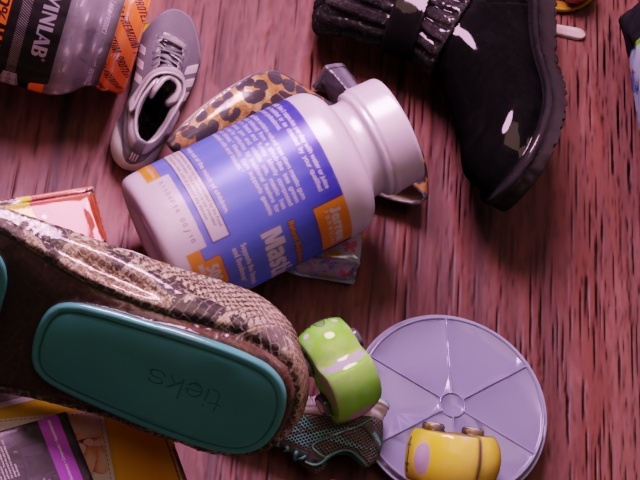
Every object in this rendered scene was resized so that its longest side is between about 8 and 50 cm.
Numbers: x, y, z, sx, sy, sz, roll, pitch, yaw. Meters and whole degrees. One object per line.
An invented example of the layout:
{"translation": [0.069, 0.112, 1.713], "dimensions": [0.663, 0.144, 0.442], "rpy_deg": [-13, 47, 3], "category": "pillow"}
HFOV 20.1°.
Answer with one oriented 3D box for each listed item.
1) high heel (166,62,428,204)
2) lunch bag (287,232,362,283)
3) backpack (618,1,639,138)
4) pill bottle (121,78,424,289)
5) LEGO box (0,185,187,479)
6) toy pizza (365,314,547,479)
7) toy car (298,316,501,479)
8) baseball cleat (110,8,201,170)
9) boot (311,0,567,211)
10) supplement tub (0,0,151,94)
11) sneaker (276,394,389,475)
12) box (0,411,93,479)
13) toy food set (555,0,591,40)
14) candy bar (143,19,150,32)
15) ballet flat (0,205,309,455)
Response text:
{"translation": [-0.015, -0.086, 1.858], "dimensions": [0.261, 0.093, 0.186], "rpy_deg": [-21, 62, -37], "category": "high heel"}
{"translation": [0.000, 0.000, 1.842], "dimensions": [0.083, 0.053, 0.071], "rpy_deg": [8, 57, -3], "category": "lunch bag"}
{"translation": [0.484, -0.095, 1.962], "dimensions": [0.290, 0.273, 0.356], "rpy_deg": [15, 69, -17], "category": "backpack"}
{"translation": [-0.042, -0.050, 1.755], "dimensions": [0.272, 0.152, 0.152], "rpy_deg": [-26, 70, -10], "category": "pill bottle"}
{"translation": [-0.389, 0.190, 1.514], "dimensions": [0.500, 0.193, 0.372], "rpy_deg": [-10, 64, -24], "category": "LEGO box"}
{"translation": [0.127, 0.168, 1.794], "dimensions": [0.201, 0.032, 0.201], "rpy_deg": [6, 61, -12], "category": "toy pizza"}
{"translation": [0.045, 0.178, 1.674], "dimensions": [0.239, 0.053, 0.225], "rpy_deg": [-27, 100, -18], "category": "toy car"}
{"translation": [-0.155, -0.167, 1.853], "dimensions": [0.072, 0.109, 0.206], "rpy_deg": [21, 59, -17], "category": "baseball cleat"}
{"translation": [0.117, -0.201, 1.935], "dimensions": [0.260, 0.131, 0.348], "rpy_deg": [21, 43, -17], "category": "boot"}
{"translation": [-0.328, -0.260, 1.802], "dimensions": [0.316, 0.193, 0.194], "rpy_deg": [15, 57, -9], "category": "supplement tub"}
{"translation": [-0.017, 0.185, 1.716], "dimensions": [0.166, 0.065, 0.076], "rpy_deg": [0, 81, 0], "category": "sneaker"}
{"translation": [-0.255, 0.210, 1.415], "dimensions": [0.162, 0.029, 0.116], "rpy_deg": [-14, 66, -26], "category": "box"}
{"translation": [0.282, -0.343, 2.124], "dimensions": [0.128, 0.071, 0.218], "rpy_deg": [18, 57, -7], "category": "toy food set"}
{"translation": [-0.242, -0.268, 1.939], "dimensions": [0.161, 0.018, 0.040], "rpy_deg": [42, 53, 9], "category": "candy bar"}
{"translation": [-0.240, 0.042, 1.453], "dimensions": [0.482, 0.164, 0.182], "rpy_deg": [18, 23, -13], "category": "ballet flat"}
